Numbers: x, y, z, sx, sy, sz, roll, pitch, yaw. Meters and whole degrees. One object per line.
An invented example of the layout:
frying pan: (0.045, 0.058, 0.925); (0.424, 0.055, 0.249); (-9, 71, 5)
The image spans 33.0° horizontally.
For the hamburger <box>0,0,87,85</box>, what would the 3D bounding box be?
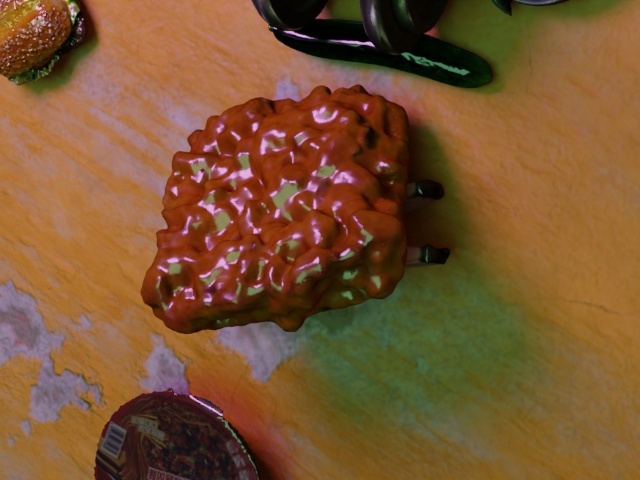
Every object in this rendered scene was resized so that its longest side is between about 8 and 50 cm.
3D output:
hamburger: (-0.400, -0.292, 1.480); (0.165, 0.087, 0.137); (-24, 89, 27)

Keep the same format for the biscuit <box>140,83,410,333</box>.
biscuit: (-0.044, -0.043, 1.253); (0.318, 0.110, 0.312); (-14, 49, 24)

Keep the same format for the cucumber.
cucumber: (0.070, -0.229, 1.283); (0.284, 0.056, 0.056); (16, 106, 20)

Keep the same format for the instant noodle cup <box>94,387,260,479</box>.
instant noodle cup: (-0.176, 0.326, 1.479); (0.273, 0.090, 0.274); (5, 100, 25)

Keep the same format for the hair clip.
hair clip: (-0.003, 0.000, 1.338); (0.330, 0.085, 0.101); (-9, 87, 28)

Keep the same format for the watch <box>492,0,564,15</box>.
watch: (0.238, -0.361, 1.168); (0.193, 0.068, 0.206); (-33, 86, 26)

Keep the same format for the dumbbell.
dumbbell: (0.033, -0.315, 1.203); (0.289, 0.192, 0.192); (16, 106, 25)
